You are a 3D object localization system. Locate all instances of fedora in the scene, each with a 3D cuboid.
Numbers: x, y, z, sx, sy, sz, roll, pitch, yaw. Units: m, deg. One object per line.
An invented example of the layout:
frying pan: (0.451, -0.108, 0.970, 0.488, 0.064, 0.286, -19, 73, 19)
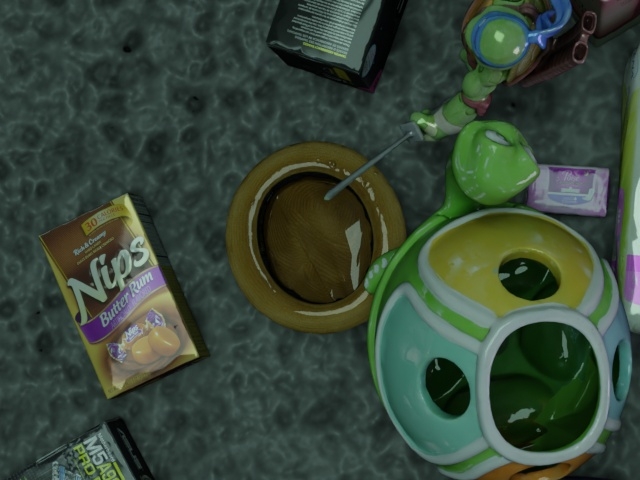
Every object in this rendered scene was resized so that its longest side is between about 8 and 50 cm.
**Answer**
fedora: (0.000, 0.000, 1.416, 0.194, 0.079, 0.194, -1, 82, 11)

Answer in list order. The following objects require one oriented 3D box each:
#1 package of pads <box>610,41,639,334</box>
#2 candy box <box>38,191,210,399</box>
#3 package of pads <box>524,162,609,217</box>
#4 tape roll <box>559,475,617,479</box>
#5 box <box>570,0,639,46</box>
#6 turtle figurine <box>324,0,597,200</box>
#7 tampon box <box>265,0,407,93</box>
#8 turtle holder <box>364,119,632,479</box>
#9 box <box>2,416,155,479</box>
package of pads: (0.396, -0.048, 1.345, 0.229, 0.101, 0.297, 5, 87, 8)
candy box: (-0.203, 0.057, 1.460, 0.109, 0.053, 0.187, -26, 82, 8)
package of pads: (0.244, -0.050, 1.403, 0.083, 0.032, 0.050, 4, 89, 9)
tape roll: (0.195, 0.269, 1.316, 0.189, 0.189, 0.080, -3, 88, 9)
box: (0.271, -0.288, 1.308, 0.126, 0.232, 0.149, -33, 83, 7)
turtle figurine: (0.109, -0.202, 1.304, 0.274, 0.266, 0.198, -26, 96, 20)
tampon box: (0.028, -0.243, 1.402, 0.101, 0.120, 0.161, 20, 91, 10)
turtle holder: (0.178, 0.071, 1.268, 0.243, 0.227, 0.320, 19, 97, -11)
box: (-0.240, 0.351, 1.448, 0.216, 0.060, 0.270, -31, 83, 6)
